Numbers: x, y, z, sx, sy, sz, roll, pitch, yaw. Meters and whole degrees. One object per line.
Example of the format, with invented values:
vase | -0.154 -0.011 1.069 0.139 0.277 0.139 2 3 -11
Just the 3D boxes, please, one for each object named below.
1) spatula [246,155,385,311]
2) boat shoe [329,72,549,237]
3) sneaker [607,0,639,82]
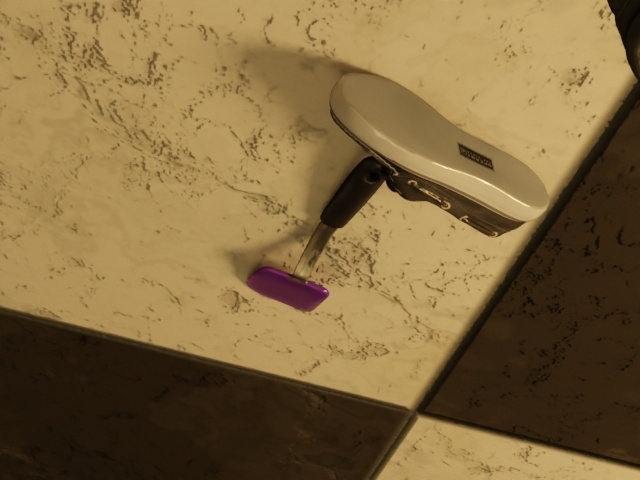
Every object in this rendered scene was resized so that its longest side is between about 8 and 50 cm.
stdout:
spatula | 0.000 0.000 1.046 0.084 0.030 0.296 22 142 -10
boat shoe | 0.092 -0.064 0.906 0.228 0.080 0.076 23 134 -27
sneaker | 0.321 -0.132 0.705 0.295 0.147 0.104 14 141 -7
